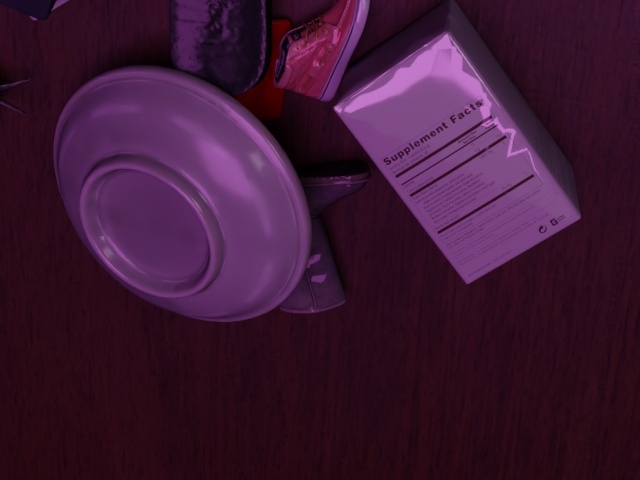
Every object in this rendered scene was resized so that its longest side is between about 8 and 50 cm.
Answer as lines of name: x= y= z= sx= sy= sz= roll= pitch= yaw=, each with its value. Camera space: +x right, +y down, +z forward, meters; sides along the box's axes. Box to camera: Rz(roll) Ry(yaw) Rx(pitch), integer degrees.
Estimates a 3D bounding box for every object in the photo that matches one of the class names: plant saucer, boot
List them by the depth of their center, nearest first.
plant saucer: x=-0.210 y=-0.035 z=1.602 sx=0.400 sy=0.100 sz=0.400 roll=15 pitch=128 yaw=21
boot: x=0.002 y=-0.001 z=1.674 sx=0.190 sy=0.076 sz=0.208 roll=-6 pitch=108 yaw=26

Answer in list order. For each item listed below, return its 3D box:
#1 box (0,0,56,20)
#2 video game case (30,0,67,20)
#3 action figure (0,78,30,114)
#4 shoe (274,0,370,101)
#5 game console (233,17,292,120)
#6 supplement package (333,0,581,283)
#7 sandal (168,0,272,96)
box: x=-0.412 y=-0.478 z=1.361 sx=0.343 sy=0.179 sz=0.312 roll=21 pitch=127 yaw=-13
video game case: x=-0.370 y=-0.453 z=1.536 sx=0.204 sy=0.025 sz=0.285 roll=-26 pitch=110 yaw=19
action figure: x=-0.544 y=-0.209 z=1.615 sx=0.276 sy=0.141 sz=0.164 roll=8 pitch=105 yaw=6
shoe: x=0.000 y=-0.265 z=1.544 sx=0.081 sy=0.063 sz=0.178 roll=10 pitch=123 yaw=-20
game console: x=-0.115 y=-0.240 z=1.609 sx=0.124 sy=0.085 sz=0.144 roll=-5 pitch=119 yaw=-24
supplement package: x=0.177 y=-0.129 z=1.530 sx=0.175 sy=0.177 sz=0.293 roll=-32 pitch=107 yaw=21
sandal: x=-0.133 y=-0.395 z=1.457 sx=0.168 sy=0.107 sz=0.445 roll=-3 pitch=104 yaw=15
